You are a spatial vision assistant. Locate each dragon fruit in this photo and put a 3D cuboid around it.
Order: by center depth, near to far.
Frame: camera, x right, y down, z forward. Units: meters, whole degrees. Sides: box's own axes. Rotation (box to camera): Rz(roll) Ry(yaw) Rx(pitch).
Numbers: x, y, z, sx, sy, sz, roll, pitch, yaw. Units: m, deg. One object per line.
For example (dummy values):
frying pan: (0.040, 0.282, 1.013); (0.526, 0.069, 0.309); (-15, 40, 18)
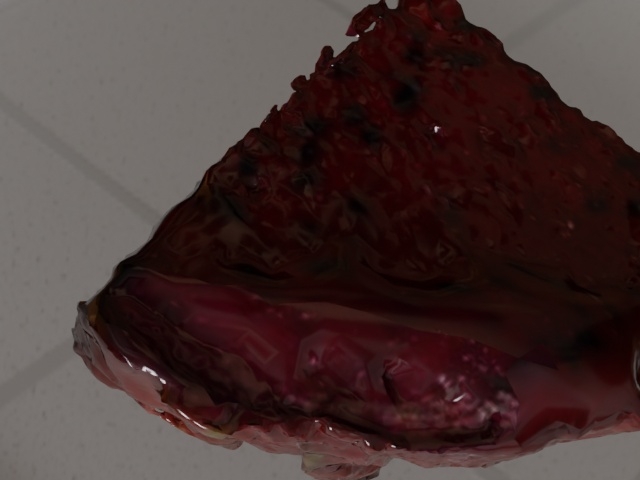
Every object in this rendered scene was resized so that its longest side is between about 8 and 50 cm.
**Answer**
dragon fruit: (0.000, 0.000, 0.653); (0.330, 0.302, 0.240); (-18, -86, -48)
